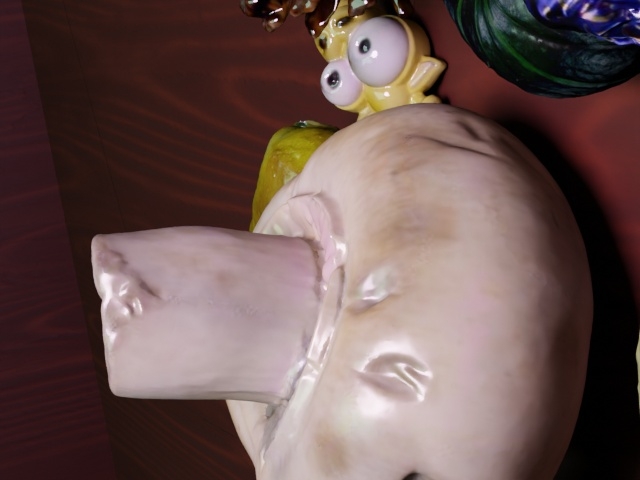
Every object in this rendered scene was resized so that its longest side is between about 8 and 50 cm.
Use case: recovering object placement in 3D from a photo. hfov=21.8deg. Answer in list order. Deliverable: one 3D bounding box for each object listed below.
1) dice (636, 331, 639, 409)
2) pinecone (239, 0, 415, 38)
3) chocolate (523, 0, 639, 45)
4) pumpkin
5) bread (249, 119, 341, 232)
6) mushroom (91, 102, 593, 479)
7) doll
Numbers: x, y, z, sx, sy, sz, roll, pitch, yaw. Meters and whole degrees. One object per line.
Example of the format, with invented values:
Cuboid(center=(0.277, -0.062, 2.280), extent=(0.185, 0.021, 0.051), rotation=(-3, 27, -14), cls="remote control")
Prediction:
Cuboid(center=(0.288, 0.073, 0.605), extent=(0.250, 0.254, 0.252), rotation=(138, 116, -68), cls="dice")
Cuboid(center=(0.010, -0.261, 1.240), extent=(0.229, 0.201, 0.202), rotation=(-61, 8, 12), cls="pinecone")
Cuboid(center=(0.215, -0.107, 0.780), extent=(0.148, 0.126, 0.343), rotation=(-61, 28, 9), cls="chocolate")
Cuboid(center=(0.139, -0.185, 1.016), extent=(0.202, 0.140, 0.202), rotation=(169, 90, -73), cls="pumpkin")
Cuboid(center=(-0.005, 0.057, 1.534), extent=(0.166, 0.112, 0.383), rotation=(33, 144, 17), cls="bread")
Cuboid(center=(0.028, 0.083, 1.219), extent=(0.325, 0.353, 0.353), rotation=(73, 174, -62), cls="mushroom")
Cuboid(center=(0.017, -0.204, 1.417), extent=(0.117, 0.086, 0.291), rotation=(-43, 59, 34), cls="doll")
